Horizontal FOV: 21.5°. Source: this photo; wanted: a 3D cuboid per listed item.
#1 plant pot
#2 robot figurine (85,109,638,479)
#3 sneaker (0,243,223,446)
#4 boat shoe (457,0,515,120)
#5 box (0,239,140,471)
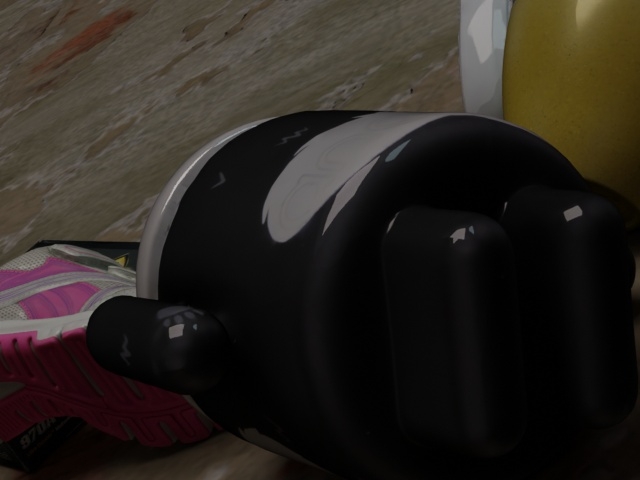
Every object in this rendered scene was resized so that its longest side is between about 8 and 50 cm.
[{"bbox_3d":[0.150,-0.061,0.882,0.134,0.134,0.095,-4,60,52],"label":"plant pot"},{"bbox_3d":[0.025,0.028,0.782,0.278,0.209,0.173,8,67,59],"label":"robot figurine"},{"bbox_3d":[-0.133,0.049,0.986,0.252,0.103,0.111,-3,42,22],"label":"sneaker"},{"bbox_3d":[0.173,-0.168,1.068,0.119,0.121,0.335,-1,39,23],"label":"boat shoe"},{"bbox_3d":[-0.197,0.072,1.166,0.175,0.051,0.220,-43,23,-25],"label":"box"}]
